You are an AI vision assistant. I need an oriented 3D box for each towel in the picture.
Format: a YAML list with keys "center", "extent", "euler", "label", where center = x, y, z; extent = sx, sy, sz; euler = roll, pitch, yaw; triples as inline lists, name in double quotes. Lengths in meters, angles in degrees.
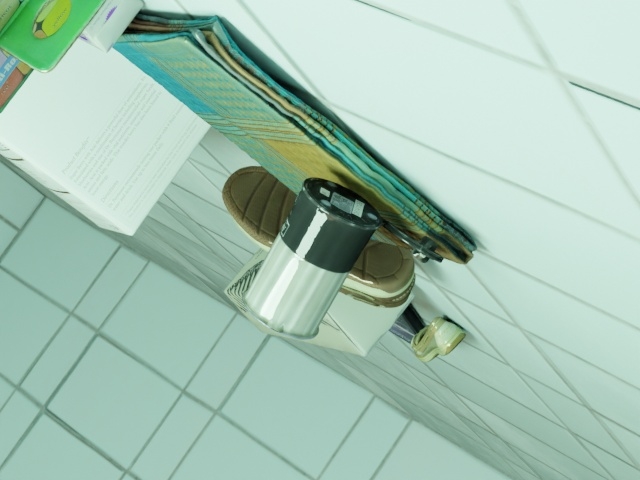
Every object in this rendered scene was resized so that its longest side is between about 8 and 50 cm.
- center: [-0.035, -0.105, 1.482]
  extent: [0.370, 0.040, 0.271]
  euler: [38, 171, -27]
  label: "towel"

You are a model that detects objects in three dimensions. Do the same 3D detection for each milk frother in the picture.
- center: [0.024, 0.029, 1.424]
  extent: [0.143, 0.134, 0.129]
  euler: [34, -157, 12]
  label: "milk frother"

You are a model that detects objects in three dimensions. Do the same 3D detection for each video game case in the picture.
- center: [0.059, 0.072, 2.132]
  extent: [0.196, 0.026, 0.274]
  euler: [31, 171, 25]
  label: "video game case"

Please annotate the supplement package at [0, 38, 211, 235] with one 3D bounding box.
- center: [-0.294, -0.163, 1.661]
  extent: [0.293, 0.177, 0.175]
  euler: [38, 171, -19]
  label: "supplement package"

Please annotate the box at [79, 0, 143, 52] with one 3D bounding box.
- center: [-0.315, -0.280, 1.482]
  extent: [0.324, 0.067, 0.063]
  euler: [28, 170, 32]
  label: "box"

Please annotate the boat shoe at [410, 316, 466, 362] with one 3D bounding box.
- center: [0.151, 0.130, 2.010]
  extent: [0.048, 0.056, 0.153]
  euler: [45, 169, -3]
  label: "boat shoe"

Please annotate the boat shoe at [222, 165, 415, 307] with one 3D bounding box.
- center: [-0.005, 0.006, 1.730]
  extent: [0.257, 0.095, 0.095]
  euler: [33, 162, 24]
  label: "boat shoe"

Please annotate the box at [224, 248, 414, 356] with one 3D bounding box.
- center: [-0.007, 0.070, 1.963]
  extent: [0.094, 0.113, 0.275]
  euler: [49, 159, -23]
  label: "box"

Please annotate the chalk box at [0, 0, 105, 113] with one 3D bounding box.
- center: [-0.315, -0.244, 1.293]
  extent: [0.289, 0.180, 0.179]
  euler: [34, 171, 13]
  label: "chalk box"
